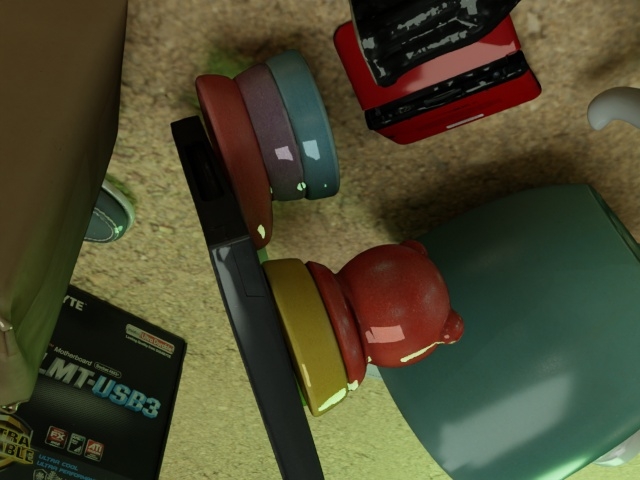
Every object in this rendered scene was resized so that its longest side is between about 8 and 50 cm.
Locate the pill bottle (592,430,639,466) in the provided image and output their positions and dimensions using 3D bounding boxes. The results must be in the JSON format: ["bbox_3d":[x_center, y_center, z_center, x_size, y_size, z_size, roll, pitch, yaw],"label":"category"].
[{"bbox_3d":[0.326,0.219,0.926,0.265,0.153,0.153,28,136,-29],"label":"pill bottle"}]

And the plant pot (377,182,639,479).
[{"bbox_3d":[0.221,0.083,0.673,0.235,0.292,0.293,-36,127,23],"label":"plant pot"}]

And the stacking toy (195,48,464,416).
[{"bbox_3d":[0.000,0.000,0.610,0.131,0.308,0.279,-18,160,-8],"label":"stacking toy"}]

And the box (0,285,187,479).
[{"bbox_3d":[-0.335,0.212,0.877,0.073,0.293,0.296,-28,131,36],"label":"box"}]

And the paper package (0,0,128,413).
[{"bbox_3d":[-0.324,-0.073,0.487,0.310,0.324,0.168,13,142,-11],"label":"paper package"}]

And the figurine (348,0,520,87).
[{"bbox_3d":[0.097,-0.233,0.438,0.210,0.092,0.214,-19,132,16],"label":"figurine"}]

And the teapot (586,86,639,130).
[{"bbox_3d":[0.315,-0.165,0.429,0.256,0.187,0.252,-37,152,9],"label":"teapot"}]

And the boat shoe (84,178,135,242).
[{"bbox_3d":[-0.361,-0.048,0.705,0.320,0.099,0.116,21,139,-20],"label":"boat shoe"}]

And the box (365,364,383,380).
[{"bbox_3d":[0.068,0.112,0.860,0.101,0.101,0.087,18,142,-18],"label":"box"}]

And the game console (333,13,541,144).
[{"bbox_3d":[0.105,-0.154,0.590,0.144,0.085,0.124,-17,168,26],"label":"game console"}]

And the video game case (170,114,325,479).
[{"bbox_3d":[-0.066,0.056,0.594,0.035,0.248,0.274,-18,122,-9],"label":"video game case"}]
